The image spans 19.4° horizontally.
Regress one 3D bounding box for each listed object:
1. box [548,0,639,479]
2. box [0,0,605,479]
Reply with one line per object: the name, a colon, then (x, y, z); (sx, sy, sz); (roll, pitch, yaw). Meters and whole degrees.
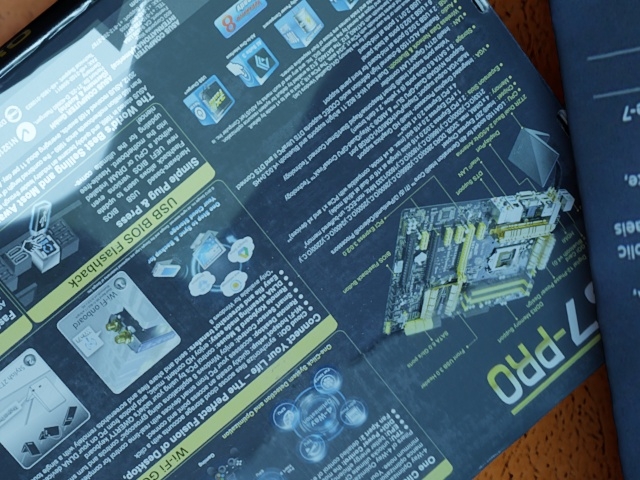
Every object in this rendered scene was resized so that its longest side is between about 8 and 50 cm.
box: (0.369, -0.030, 0.961); (0.480, 0.297, 0.472); (-10, 90, -53)
box: (-0.056, 0.026, 0.932); (0.395, 0.097, 0.318); (-41, 106, -6)
